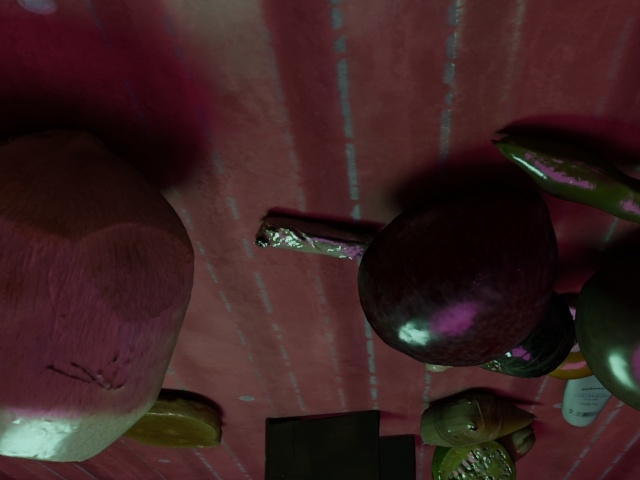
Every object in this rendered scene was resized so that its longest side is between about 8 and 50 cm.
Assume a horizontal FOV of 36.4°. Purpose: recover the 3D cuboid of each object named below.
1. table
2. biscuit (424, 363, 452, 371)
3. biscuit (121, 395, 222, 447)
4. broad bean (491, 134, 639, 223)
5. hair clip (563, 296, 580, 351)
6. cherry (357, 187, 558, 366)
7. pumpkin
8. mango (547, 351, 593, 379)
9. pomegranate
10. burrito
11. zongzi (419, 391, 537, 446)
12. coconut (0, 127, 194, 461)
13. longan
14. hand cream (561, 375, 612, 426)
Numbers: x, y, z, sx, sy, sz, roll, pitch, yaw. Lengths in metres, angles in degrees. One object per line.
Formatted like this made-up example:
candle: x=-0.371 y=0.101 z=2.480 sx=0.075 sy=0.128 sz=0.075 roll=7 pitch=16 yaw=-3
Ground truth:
table: x=0.050 y=0.520 z=2.249 sx=0.282 sy=0.196 sz=0.250 roll=-11 pitch=151 yaw=23
biscuit: x=0.232 y=0.174 z=1.628 sx=0.061 sy=0.055 sz=0.219 roll=-7 pitch=159 yaw=-26
biscuit: x=-0.367 y=0.407 z=2.198 sx=0.288 sy=0.057 sz=0.343 roll=0 pitch=156 yaw=4
broad bean: x=0.338 y=-0.052 z=1.088 sx=0.325 sy=0.075 sz=0.067 roll=21 pitch=109 yaw=-9
hair clip: x=0.484 y=0.131 z=1.487 sx=0.257 sy=0.075 sz=0.146 roll=0 pitch=133 yaw=4
cherry: x=0.174 y=0.044 z=1.192 sx=0.230 sy=0.202 sz=0.300 roll=17 pitch=138 yaw=-24
pumpkin: x=0.270 y=0.118 z=1.396 sx=0.190 sy=0.146 sz=0.190 roll=36 pitch=168 yaw=9
mango: x=0.441 y=0.179 z=1.589 sx=0.184 sy=0.084 sz=0.102 roll=-9 pitch=152 yaw=13
pomegranate: x=0.352 y=0.479 z=2.186 sx=0.190 sy=0.240 sz=0.159 roll=30 pitch=-173 yaw=-7
burrito: x=0.000 y=-0.002 z=1.296 sx=0.171 sy=0.042 sz=0.051 roll=11 pitch=151 yaw=-11
zongzi: x=0.326 y=0.380 z=2.031 sx=0.198 sy=0.099 sz=0.194 roll=12 pitch=155 yaw=-35
coconut: x=-0.315 y=0.049 z=1.115 sx=0.347 sy=0.360 sz=0.346 roll=17 pitch=-179 yaw=0
longan: x=0.463 y=0.128 z=1.296 sx=0.246 sy=0.215 sz=0.246 roll=11 pitch=-161 yaw=-4
hand cream: x=0.511 y=0.268 z=1.815 sx=0.109 sy=0.067 sz=0.320 roll=3 pitch=151 yaw=4
